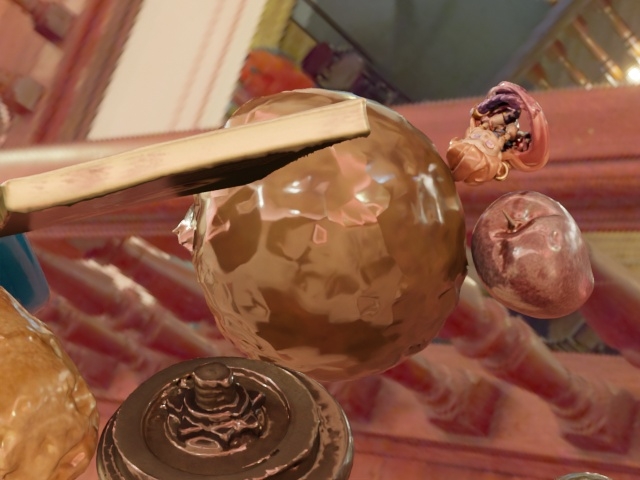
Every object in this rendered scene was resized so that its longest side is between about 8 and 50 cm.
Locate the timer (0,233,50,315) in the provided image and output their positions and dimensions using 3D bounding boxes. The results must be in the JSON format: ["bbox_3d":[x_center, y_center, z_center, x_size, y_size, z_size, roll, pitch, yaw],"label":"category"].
[{"bbox_3d":[-0.422,-0.064,1.338,0.115,0.340,0.309,-33,67,-16],"label":"timer"}]

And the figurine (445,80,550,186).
[{"bbox_3d":[0.232,-0.123,1.628,0.126,0.114,0.157,34,74,20],"label":"figurine"}]

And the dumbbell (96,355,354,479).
[{"bbox_3d":[-0.068,0.209,0.936,0.192,0.290,0.192,-2,34,1],"label":"dumbbell"}]

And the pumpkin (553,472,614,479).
[{"bbox_3d":[0.340,0.389,1.574,0.146,0.190,0.190,-1,51,-7],"label":"pumpkin"}]

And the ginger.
[{"bbox_3d":[-0.318,0.068,0.949,0.126,0.354,0.190,-59,-3,26],"label":"ginger"}]

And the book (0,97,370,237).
[{"bbox_3d":[-0.135,-0.053,0.990,0.371,0.260,0.043,173,83,-73],"label":"book"}]

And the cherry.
[{"bbox_3d":[0.270,0.022,1.564,0.140,0.176,0.176,-31,44,11],"label":"cherry"}]

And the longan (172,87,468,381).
[{"bbox_3d":[0.000,0.000,1.578,0.391,0.391,0.391,-24,48,30],"label":"longan"}]
